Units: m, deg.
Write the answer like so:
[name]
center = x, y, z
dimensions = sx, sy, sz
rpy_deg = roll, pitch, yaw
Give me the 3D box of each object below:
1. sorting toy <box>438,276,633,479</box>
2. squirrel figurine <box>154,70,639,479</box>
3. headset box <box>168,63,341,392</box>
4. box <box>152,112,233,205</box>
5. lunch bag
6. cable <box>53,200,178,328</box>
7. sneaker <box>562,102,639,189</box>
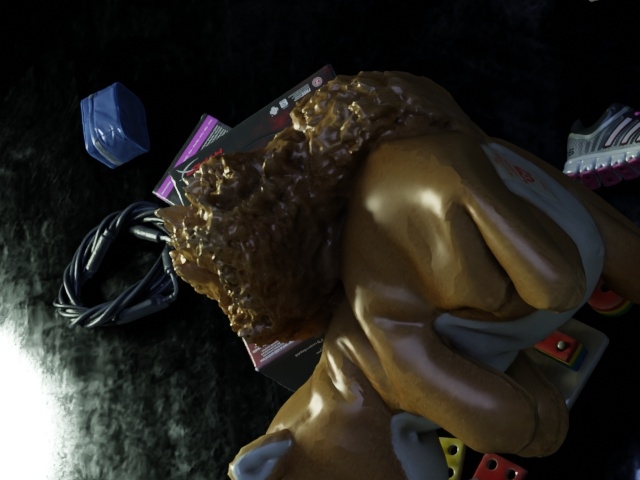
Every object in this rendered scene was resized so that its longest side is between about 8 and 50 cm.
[sorting toy]
center = 0.181, 0.125, 1.332
dimensions = 0.132, 0.046, 0.275
rpy_deg = 28, 84, 38
[squirrel figurine]
center = 0.049, 0.064, 1.244
dimensions = 0.397, 0.281, 0.370
rpy_deg = 42, 112, 17
[headset box]
center = 0.000, 0.000, 1.447
dimensions = 0.218, 0.110, 0.293
rpy_deg = -32, 61, 12
[box]
center = -0.110, -0.068, 1.615
dimensions = 0.162, 0.029, 0.116
rpy_deg = 31, 86, 39
[lunch bag]
center = -0.259, -0.144, 1.717
dimensions = 0.065, 0.067, 0.098
rpy_deg = -24, 56, 19
[cable]
center = -0.242, 0.031, 1.635
dimensions = 0.184, 0.047, 0.151
rpy_deg = -22, 58, 22
[sneaker]
center = 0.313, -0.105, 1.352
dimensions = 0.170, 0.063, 0.075
rpy_deg = -15, 66, 30
